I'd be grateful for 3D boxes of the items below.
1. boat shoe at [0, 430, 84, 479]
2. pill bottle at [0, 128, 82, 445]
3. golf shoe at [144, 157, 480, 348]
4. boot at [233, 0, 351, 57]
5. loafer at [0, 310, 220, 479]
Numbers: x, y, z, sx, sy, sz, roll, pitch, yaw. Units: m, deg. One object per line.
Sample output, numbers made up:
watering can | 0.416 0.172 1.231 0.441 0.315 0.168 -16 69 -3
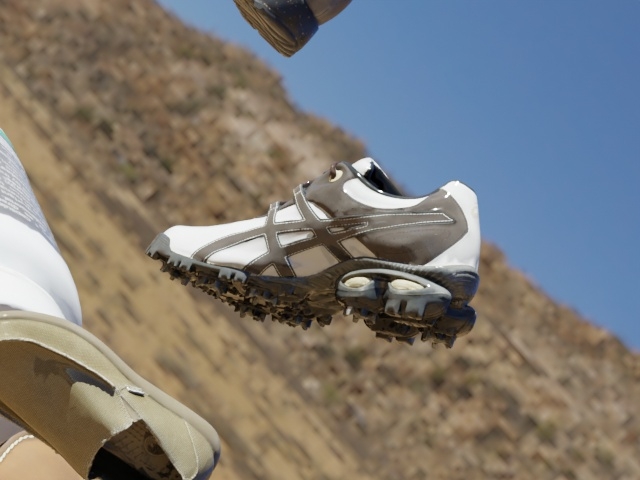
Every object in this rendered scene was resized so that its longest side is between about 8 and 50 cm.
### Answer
boat shoe | -0.180 0.213 1.137 0.122 0.120 0.324 31 25 -14
pill bottle | -0.296 0.036 1.433 0.204 0.204 0.361 52 1 -32
golf shoe | 0.000 0.000 1.027 0.198 0.094 0.077 8 -15 26
boot | -0.032 -0.321 1.651 0.338 0.223 0.118 47 -5 30
loafer | -0.113 0.085 0.928 0.148 0.056 0.050 29 23 -16
